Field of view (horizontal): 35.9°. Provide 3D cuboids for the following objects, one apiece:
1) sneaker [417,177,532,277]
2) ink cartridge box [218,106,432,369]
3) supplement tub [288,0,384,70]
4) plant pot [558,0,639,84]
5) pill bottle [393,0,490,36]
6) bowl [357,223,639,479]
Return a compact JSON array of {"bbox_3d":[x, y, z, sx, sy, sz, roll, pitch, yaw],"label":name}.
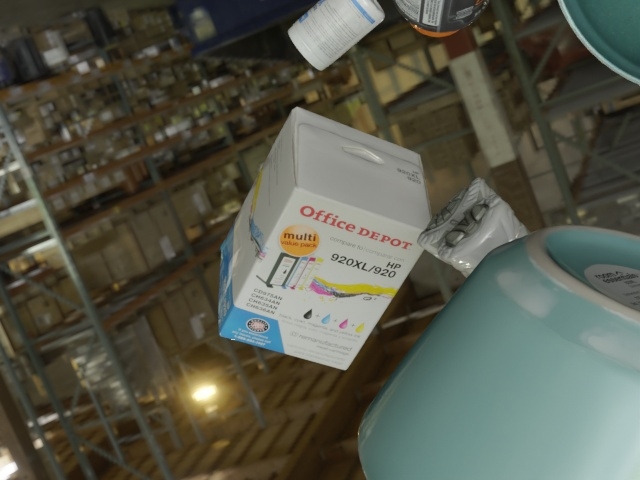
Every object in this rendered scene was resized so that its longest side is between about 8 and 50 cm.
[{"bbox_3d":[0.161,0.014,0.923,0.090,0.115,0.232,-46,-173,10],"label":"sneaker"},{"bbox_3d":[0.000,0.000,1.159,0.168,0.171,0.232,-94,-153,-51],"label":"ink cartridge box"},{"bbox_3d":[0.020,-0.272,1.237,0.107,0.071,0.071,-37,-175,17],"label":"supplement tub"},{"bbox_3d":[0.392,-0.301,0.968,0.293,0.293,0.196,-16,-172,31],"label":"plant pot"},{"bbox_3d":[0.147,-0.330,1.160,0.131,0.130,0.245,-22,167,-3],"label":"pill bottle"},{"bbox_3d":[0.194,0.097,0.618,0.312,0.163,0.311,14,-161,-5],"label":"bowl"}]
